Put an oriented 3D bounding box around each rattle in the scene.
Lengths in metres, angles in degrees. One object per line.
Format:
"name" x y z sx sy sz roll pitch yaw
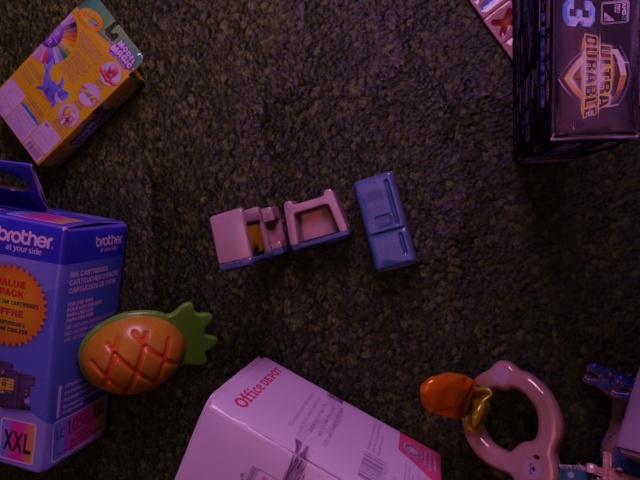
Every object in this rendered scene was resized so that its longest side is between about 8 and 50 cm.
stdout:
"rattle" 0.225 0.233 0.634 0.130 0.142 0.200 -36 54 11

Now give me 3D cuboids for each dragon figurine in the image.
"dragon figurine" 0.411 0.275 0.656 0.289 0.085 0.144 42 102 8

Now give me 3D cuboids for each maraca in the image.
"maraca" -0.237 0.149 0.774 0.185 0.099 0.127 -15 120 -15

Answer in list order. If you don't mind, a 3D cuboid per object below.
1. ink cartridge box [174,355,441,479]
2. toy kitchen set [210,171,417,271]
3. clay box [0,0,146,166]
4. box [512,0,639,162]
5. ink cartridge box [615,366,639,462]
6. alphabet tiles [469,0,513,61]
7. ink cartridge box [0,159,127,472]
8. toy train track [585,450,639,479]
"ink cartridge box" -0.003 0.278 0.684 0.283 0.207 0.117 27 98 10
"toy kitchen set" 0.000 0.000 0.682 0.207 0.166 0.122 -16 91 13
"clay box" -0.352 -0.224 0.800 0.222 0.053 0.127 -38 86 11
"box" 0.234 -0.229 0.541 0.073 0.293 0.296 -1 94 12
"ink cartridge box" 0.468 0.130 0.570 0.211 0.121 0.289 23 79 7
"alphabet tiles" 0.326 -0.267 0.673 0.198 0.009 0.237 -35 86 12
"ink cartridge box" -0.443 0.086 0.797 0.269 0.151 0.396 9 95 11
"toy train track" 0.334 0.261 0.612 0.083 0.014 0.048 17 63 0
